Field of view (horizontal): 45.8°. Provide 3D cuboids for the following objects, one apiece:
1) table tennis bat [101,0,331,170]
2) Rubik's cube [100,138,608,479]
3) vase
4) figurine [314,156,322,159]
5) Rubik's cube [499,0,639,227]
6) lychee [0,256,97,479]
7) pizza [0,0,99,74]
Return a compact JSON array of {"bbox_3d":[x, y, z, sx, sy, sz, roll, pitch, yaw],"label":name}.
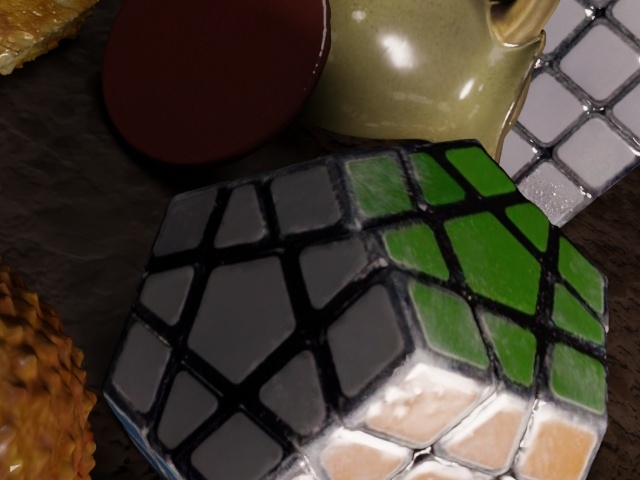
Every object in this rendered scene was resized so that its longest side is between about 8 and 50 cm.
[{"bbox_3d":[-0.069,-0.200,0.664,0.200,0.310,0.038,39,1,16],"label":"table tennis bat"},{"bbox_3d":[0.026,0.082,0.486,0.264,0.319,0.319,-40,83,-22],"label":"Rubik's cube"},{"bbox_3d":[0.112,-0.223,0.762,0.302,0.329,0.241,33,46,-2],"label":"vase"},{"bbox_3d":[-0.004,0.001,0.693,0.101,0.068,0.143,24,60,-10],"label":"figurine"},{"bbox_3d":[0.321,-0.279,0.981,0.344,0.337,0.344,42,39,0],"label":"Rubik's cube"},{"bbox_3d":[-0.208,0.093,0.356,0.200,0.200,0.238,23,32,-21],"label":"lychee"},{"bbox_3d":[-0.269,-0.206,0.675,0.134,0.046,0.175,8,51,-32],"label":"pizza"}]
